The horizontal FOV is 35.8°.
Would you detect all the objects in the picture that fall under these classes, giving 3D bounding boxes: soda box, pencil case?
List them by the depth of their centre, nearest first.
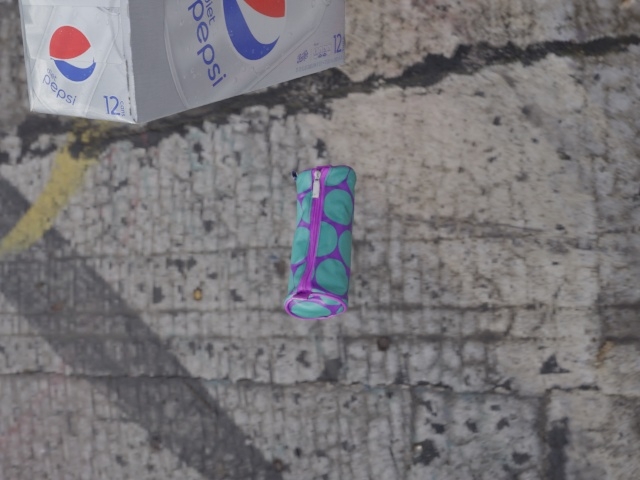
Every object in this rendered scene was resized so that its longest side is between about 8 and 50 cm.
[{"bbox_3d":[-0.087,-0.160,0.749,0.098,0.286,0.091,9,111,29],"label":"soda box"},{"bbox_3d":[0.000,0.000,0.974,0.064,0.070,0.151,-5,64,18],"label":"pencil case"}]
